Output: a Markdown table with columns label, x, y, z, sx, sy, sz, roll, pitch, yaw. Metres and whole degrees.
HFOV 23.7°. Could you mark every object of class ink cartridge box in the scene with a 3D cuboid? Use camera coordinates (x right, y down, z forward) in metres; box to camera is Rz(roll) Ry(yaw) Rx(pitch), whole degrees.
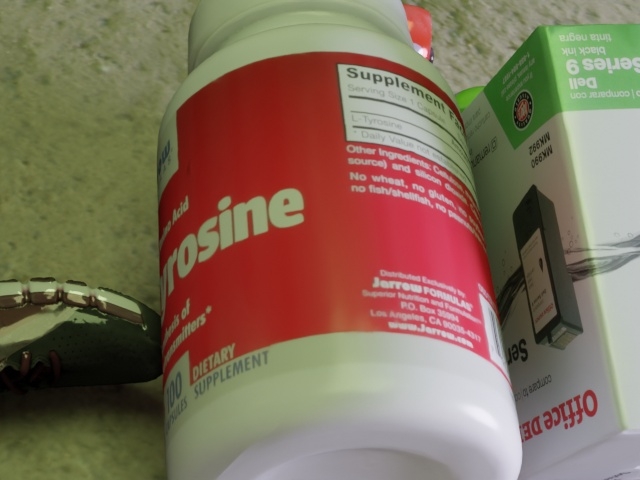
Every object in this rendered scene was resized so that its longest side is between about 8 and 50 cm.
| label | x | y | z | sx | sy | sz | roll | pitch | yaw |
| --- | --- | --- | --- | --- | --- | --- | --- | --- | --- |
| ink cartridge box | 0.195 | 0.018 | 1.093 | 0.121 | 0.211 | 0.289 | -2 | 71 | -17 |

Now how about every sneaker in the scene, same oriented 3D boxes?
| label | x | y | z | sx | sy | sz | roll | pitch | yaw |
| --- | --- | --- | --- | --- | --- | --- | --- | --- | --- |
| sneaker | -0.247 | 0.110 | 1.044 | 0.281 | 0.106 | 0.162 | 6 | 53 | -3 |

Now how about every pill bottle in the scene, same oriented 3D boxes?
| label | x | y | z | sx | sy | sz | roll | pitch | yaw |
| --- | --- | --- | --- | --- | --- | --- | --- | --- | --- |
| pill bottle | 0.000 | 0.000 | 1.073 | 0.229 | 0.229 | 0.408 | 3 | 53 | -13 |

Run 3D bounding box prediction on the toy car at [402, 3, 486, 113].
| label | x | y | z | sx | sy | sz | roll | pitch | yaw |
| --- | --- | --- | --- | --- | --- | --- | --- | --- | --- |
| toy car | 0.107 | -0.144 | 1.445 | 0.225 | 0.053 | 0.239 | 28 | 43 | 15 |
